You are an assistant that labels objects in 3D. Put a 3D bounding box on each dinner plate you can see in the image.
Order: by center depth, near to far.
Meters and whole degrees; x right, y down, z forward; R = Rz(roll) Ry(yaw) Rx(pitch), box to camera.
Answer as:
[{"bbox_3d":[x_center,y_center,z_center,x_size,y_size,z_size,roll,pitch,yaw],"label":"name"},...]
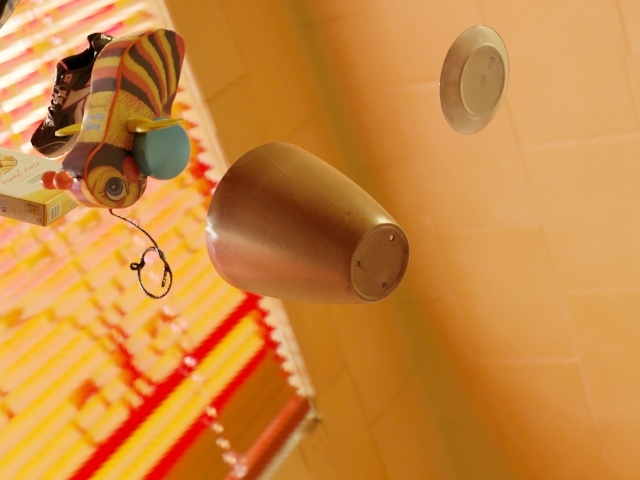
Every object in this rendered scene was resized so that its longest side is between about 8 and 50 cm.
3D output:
[{"bbox_3d":[0.202,-0.203,1.554,0.017,0.141,0.141,16,-140,42],"label":"dinner plate"}]

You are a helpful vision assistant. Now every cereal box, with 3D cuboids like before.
[{"bbox_3d":[-0.507,-0.094,1.982,0.240,0.047,0.173,14,-154,15],"label":"cereal box"}]

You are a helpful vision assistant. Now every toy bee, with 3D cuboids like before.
[{"bbox_3d":[-0.225,-0.098,1.355,0.195,0.298,0.162,-25,160,40],"label":"toy bee"}]

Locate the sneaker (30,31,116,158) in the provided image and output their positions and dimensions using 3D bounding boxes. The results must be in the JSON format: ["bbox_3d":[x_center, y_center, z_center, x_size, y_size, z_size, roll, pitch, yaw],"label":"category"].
[{"bbox_3d":[-0.308,-0.189,1.514,0.178,0.077,0.072,-51,-137,3],"label":"sneaker"}]

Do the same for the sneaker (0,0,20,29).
[{"bbox_3d":[-0.406,-0.347,1.601,0.237,0.085,0.086,-54,163,13],"label":"sneaker"}]

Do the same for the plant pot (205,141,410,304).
[{"bbox_3d":[0.000,0.000,1.775,0.237,0.237,0.254,-32,-144,-29],"label":"plant pot"}]
